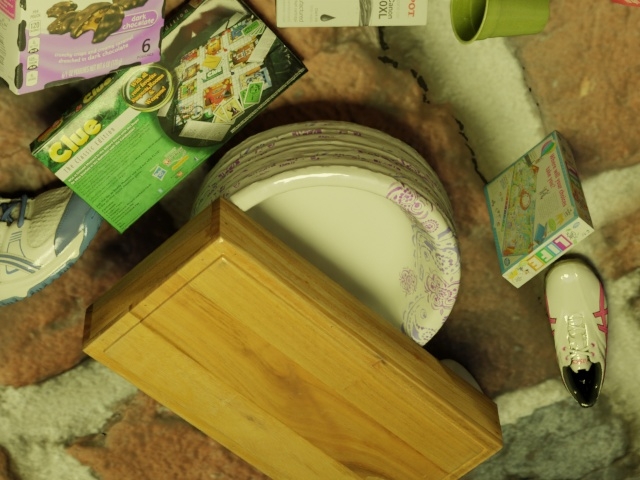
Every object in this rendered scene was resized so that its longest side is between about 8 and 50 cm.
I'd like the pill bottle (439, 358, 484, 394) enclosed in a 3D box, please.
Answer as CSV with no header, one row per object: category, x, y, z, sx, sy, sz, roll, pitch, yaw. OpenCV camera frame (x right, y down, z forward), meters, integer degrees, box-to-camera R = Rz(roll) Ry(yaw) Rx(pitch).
pill bottle,0.088,0.233,2.101,0.215,0.117,0.117,-31,124,19

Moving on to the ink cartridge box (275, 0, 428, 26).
ink cartridge box,0.031,-0.267,1.743,0.150,0.063,0.109,-1,128,-3

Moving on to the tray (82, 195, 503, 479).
tray,-0.023,0.145,1.870,0.203,0.076,0.411,-38,122,25

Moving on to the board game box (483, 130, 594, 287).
board game box,0.225,-0.034,1.880,0.103,0.154,0.026,-39,120,24

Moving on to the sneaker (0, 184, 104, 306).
sneaker,-0.370,0.003,1.897,0.296,0.112,0.131,-27,120,12

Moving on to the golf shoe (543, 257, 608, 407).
golf shoe,0.294,0.103,2.037,0.067,0.086,0.186,-11,126,6

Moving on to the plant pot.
plant pot,0.181,-0.231,1.779,0.079,0.083,0.083,3,128,-21

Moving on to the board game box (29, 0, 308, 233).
board game box,-0.152,-0.134,1.820,0.259,0.030,0.136,-40,124,8

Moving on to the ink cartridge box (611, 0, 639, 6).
ink cartridge box,0.257,-0.351,1.607,0.172,0.100,0.237,-46,106,0

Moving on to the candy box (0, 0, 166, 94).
candy box,-0.224,-0.250,1.675,0.165,0.070,0.196,-19,132,-36

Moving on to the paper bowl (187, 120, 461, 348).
paper bowl,0.000,0.000,1.895,0.284,0.148,0.284,-2,129,-3
